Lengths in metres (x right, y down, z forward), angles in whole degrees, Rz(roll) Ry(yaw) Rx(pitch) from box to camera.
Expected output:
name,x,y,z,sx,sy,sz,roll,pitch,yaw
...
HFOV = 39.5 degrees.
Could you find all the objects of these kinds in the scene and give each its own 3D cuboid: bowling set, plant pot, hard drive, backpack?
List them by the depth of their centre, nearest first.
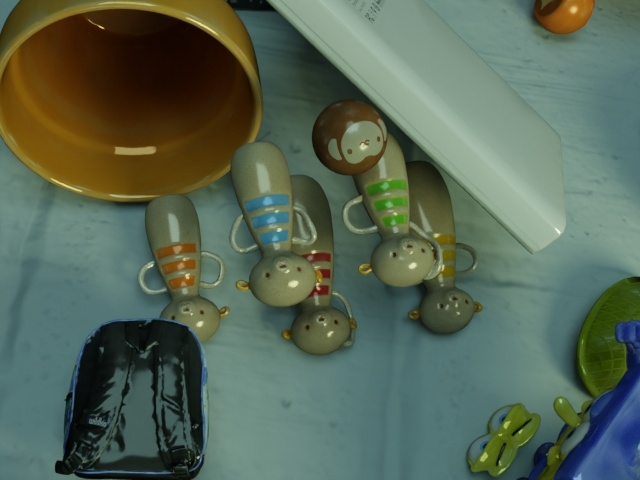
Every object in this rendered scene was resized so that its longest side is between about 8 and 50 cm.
name,x,y,z,sx,sy,sz,roll,pitch,yaw
backpack,-0.135,0.119,0.662,0.105,0.084,0.114,3,71,-8
bowling set,0.000,0.000,0.680,0.287,0.200,0.154,-10,74,-9
hard drive,0.081,-0.145,0.733,0.307,0.040,0.203,42,29,-11
plant pot,-0.157,-0.168,0.740,0.205,0.205,0.187,-1,51,-9

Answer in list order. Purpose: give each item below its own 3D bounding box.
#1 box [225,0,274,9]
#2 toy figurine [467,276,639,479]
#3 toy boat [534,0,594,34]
name,x,y,z,sx,sy,sz,roll,pitch,yaw
box,-0.038,-0.314,0.869,0.158,0.093,0.155,0,66,-10
toy figurine,0.237,0.156,0.633,0.191,0.217,0.362,42,67,10
toy boat,0.260,-0.281,0.893,0.231,0.151,0.151,23,94,2
